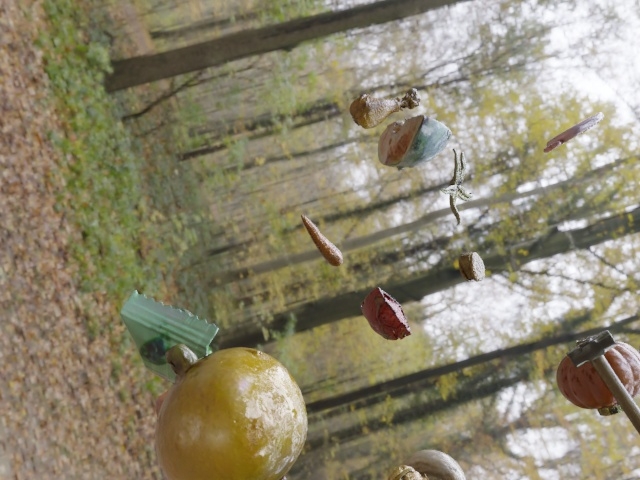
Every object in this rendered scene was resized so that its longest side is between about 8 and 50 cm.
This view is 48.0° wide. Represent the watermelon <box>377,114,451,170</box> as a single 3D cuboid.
[{"bbox_3d":[0.328,-0.310,2.451,0.322,0.188,0.175,-162,-90,-75],"label":"watermelon"}]

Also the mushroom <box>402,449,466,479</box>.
[{"bbox_3d":[0.315,0.727,2.096,0.206,0.209,0.206,33,-31,24],"label":"mushroom"}]

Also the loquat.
[{"bbox_3d":[-0.195,0.360,1.487,0.360,0.328,0.328,54,-6,-4],"label":"loquat"}]

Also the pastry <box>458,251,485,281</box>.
[{"bbox_3d":[0.480,0.084,2.281,0.097,0.057,0.109,40,47,-40],"label":"pastry"}]

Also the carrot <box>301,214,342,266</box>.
[{"bbox_3d":[0.000,0.000,2.016,0.216,0.048,0.048,51,9,-37],"label":"carrot"}]

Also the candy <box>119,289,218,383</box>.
[{"bbox_3d":[-0.369,0.298,1.892,0.262,0.172,0.398,27,-22,15],"label":"candy"}]

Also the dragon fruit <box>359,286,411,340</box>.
[{"bbox_3d":[0.190,0.240,2.172,0.120,0.127,0.161,32,21,-32],"label":"dragon fruit"}]

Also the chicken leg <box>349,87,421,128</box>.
[{"bbox_3d":[0.204,-0.416,2.239,0.107,0.251,0.087,101,-33,-57],"label":"chicken leg"}]

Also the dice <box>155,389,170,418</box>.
[{"bbox_3d":[-0.381,0.520,2.145,0.179,0.174,0.174,-16,-88,61],"label":"dice"}]

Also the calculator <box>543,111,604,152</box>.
[{"bbox_3d":[0.540,-0.231,1.539,0.024,0.165,0.103,59,-26,2],"label":"calculator"}]

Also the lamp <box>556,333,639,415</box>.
[{"bbox_3d":[0.714,0.341,1.829,0.223,0.223,0.197,113,-38,-80],"label":"lamp"}]

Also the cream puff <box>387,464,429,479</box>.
[{"bbox_3d":[0.174,0.526,1.445,0.104,0.133,0.120,28,-56,32],"label":"cream puff"}]

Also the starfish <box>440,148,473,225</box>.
[{"bbox_3d":[0.395,-0.154,2.094,0.216,0.050,0.224,-4,92,-63],"label":"starfish"}]

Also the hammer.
[{"bbox_3d":[0.726,0.388,1.685,0.366,0.111,0.043,56,10,3],"label":"hammer"}]
